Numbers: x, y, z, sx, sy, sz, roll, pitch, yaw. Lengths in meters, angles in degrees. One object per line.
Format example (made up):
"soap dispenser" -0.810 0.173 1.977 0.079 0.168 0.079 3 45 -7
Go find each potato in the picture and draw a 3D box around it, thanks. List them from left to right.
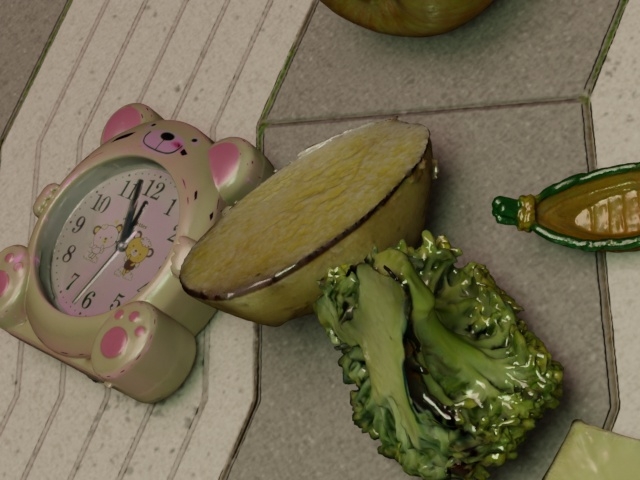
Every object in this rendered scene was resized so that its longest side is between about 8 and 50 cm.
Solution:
"potato" 0.000 0.000 1.724 0.299 0.116 0.239 -40 30 -24

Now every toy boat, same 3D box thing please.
"toy boat" 0.280 -0.035 1.602 0.229 0.088 0.089 -13 60 26

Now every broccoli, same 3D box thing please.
"broccoli" 0.123 0.082 1.561 0.180 0.273 0.242 -27 47 -25

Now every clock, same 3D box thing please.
"clock" -0.209 0.005 1.880 0.284 0.114 0.309 20 76 40

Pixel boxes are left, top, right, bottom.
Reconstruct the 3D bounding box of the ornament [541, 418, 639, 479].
"ornament" 0.259 0.234 1.495 0.201 0.059 0.180 -28 52 14

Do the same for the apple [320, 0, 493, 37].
"apple" 0.096 -0.358 1.794 0.264 0.264 0.264 -15 58 26
